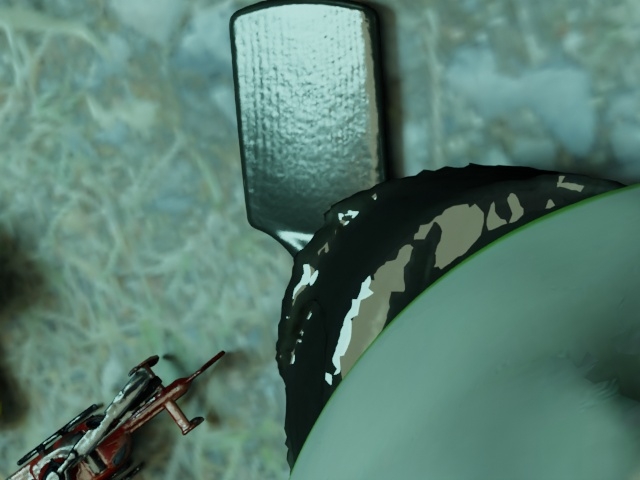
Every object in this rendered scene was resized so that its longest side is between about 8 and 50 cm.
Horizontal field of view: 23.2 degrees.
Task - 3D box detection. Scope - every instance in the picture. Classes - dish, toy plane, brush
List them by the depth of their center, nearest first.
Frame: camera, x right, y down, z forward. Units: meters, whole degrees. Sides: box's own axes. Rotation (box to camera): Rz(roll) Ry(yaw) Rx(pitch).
[{"bbox_3d":[0.135,0.146,0.450,0.324,0.124,0.324,1,99,4],"label":"dish"},{"bbox_3d":[0.000,0.000,0.620,0.063,0.016,0.193,2,103,24],"label":"brush"},{"bbox_3d":[-0.096,0.089,0.662,0.145,0.060,0.037,-38,86,11],"label":"toy plane"}]

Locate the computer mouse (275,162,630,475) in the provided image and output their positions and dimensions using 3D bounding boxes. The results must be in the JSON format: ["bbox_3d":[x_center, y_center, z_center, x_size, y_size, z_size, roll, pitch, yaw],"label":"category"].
[{"bbox_3d":[0.128,0.068,0.547,0.295,0.087,0.168,13,99,6],"label":"computer mouse"}]
